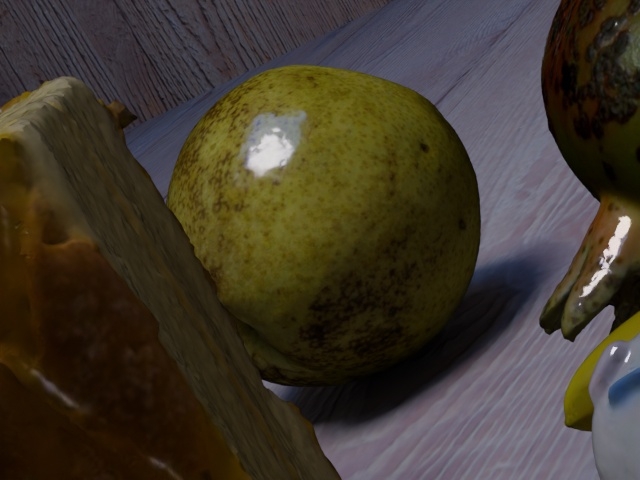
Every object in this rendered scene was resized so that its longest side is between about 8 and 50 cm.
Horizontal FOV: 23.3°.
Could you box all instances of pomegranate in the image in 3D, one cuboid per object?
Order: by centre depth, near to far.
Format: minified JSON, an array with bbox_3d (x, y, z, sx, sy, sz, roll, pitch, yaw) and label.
[{"bbox_3d":[0.195,-0.051,0.764,0.198,0.198,0.246,-63,-5,-67],"label":"pomegranate"}]

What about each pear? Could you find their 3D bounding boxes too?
[{"bbox_3d":[0.000,0.000,0.936,0.197,0.197,0.197,-29,13,7],"label":"pear"}]

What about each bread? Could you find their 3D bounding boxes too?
[{"bbox_3d":[-0.157,0.114,0.660,0.279,0.279,0.207,-28,15,4],"label":"bread"}]

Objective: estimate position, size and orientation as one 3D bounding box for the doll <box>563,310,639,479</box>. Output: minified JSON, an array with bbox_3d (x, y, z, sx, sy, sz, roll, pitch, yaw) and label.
[{"bbox_3d":[0.165,0.053,0.528,0.252,0.111,0.237,-25,15,17],"label":"doll"}]
